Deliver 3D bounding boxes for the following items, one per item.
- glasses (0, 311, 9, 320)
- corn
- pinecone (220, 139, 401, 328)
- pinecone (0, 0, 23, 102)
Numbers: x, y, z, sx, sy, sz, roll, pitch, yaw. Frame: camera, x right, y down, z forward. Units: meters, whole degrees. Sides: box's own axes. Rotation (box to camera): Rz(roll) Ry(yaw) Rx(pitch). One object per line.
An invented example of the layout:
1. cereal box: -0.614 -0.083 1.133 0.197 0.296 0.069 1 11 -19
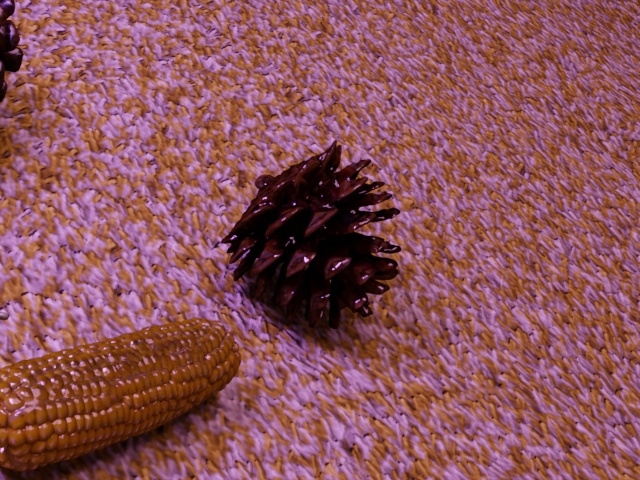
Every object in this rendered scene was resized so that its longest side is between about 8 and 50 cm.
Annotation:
1. glasses: -0.385 0.076 1.202 0.207 0.102 0.239 -16 62 -28
2. corn: -0.197 0.141 1.292 0.310 0.101 0.101 -11 50 -46
3. pinecone: 0.000 0.000 1.532 0.208 0.207 0.207 19 36 -14
4. pinecone: -0.440 -0.204 1.469 0.246 0.246 0.292 44 22 21
